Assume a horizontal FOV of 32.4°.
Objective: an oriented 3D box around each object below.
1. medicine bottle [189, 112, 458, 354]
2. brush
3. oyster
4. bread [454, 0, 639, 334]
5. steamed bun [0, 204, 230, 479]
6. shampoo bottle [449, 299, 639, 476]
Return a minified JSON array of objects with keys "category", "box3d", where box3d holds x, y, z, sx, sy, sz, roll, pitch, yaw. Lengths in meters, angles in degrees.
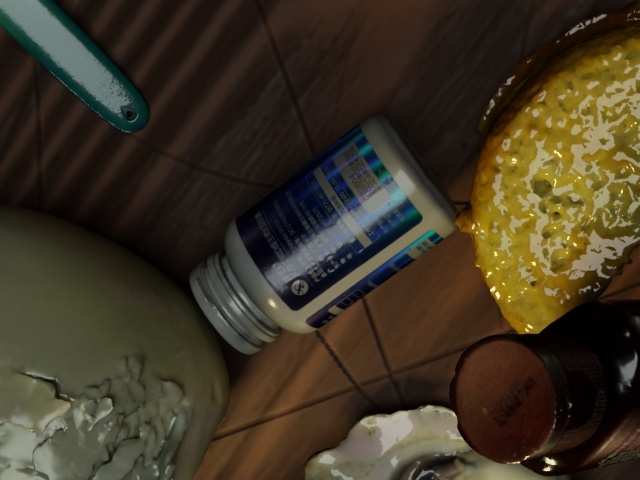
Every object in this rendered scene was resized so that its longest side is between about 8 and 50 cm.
[{"category":"medicine bottle","box3d":[0.000,0.000,0.825,0.191,0.107,0.107,-36,97,10]},{"category":"brush","box3d":[-0.206,-0.158,0.852,0.043,0.032,0.193,-43,107,6]},{"category":"oyster","box3d":[0.097,0.225,0.865,0.214,0.083,0.223,-39,70,-19]},{"category":"bread","box3d":[0.180,-0.058,0.778,0.147,0.160,0.260,35,108,3]},{"category":"steamed bun","box3d":[-0.249,0.146,0.810,0.312,0.233,0.333,26,101,-2]},{"category":"shampoo bottle","box3d":[0.208,0.094,0.731,0.084,0.323,0.129,50,121,33]}]
